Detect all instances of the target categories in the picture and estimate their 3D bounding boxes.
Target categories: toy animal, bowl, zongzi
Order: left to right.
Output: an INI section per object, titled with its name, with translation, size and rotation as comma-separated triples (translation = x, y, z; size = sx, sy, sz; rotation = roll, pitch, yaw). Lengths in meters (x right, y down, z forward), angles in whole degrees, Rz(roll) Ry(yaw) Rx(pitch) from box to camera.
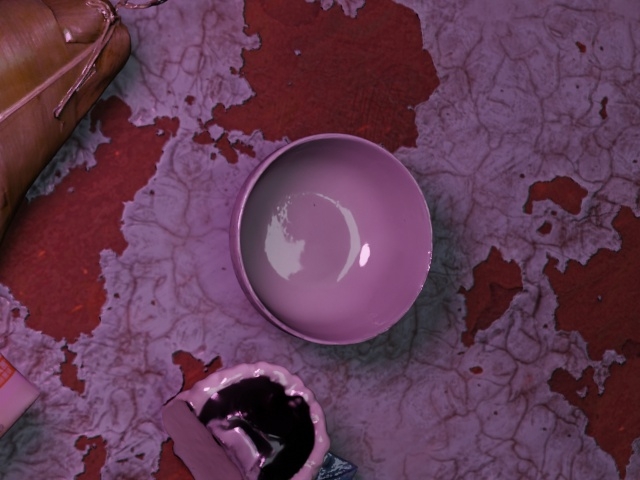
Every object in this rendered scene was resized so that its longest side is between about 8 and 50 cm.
[zongzi]
translation = -0.349, -0.147, 1.722
size = 0.447, 0.181, 0.418
rotation = -23, 112, -22
[toy animal]
translation = -0.093, 0.267, 1.782
size = 0.156, 0.204, 0.208
rotation = -31, 81, -33
[bowl]
translation = 0.000, 0.000, 1.843
size = 0.286, 0.144, 0.287
rotation = 1, 88, -20

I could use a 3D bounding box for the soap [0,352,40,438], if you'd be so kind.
[soap]
translation = -0.488, 0.202, 1.646
size = 0.182, 0.138, 0.199
rotation = 47, 60, -12

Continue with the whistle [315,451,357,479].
[whistle]
translation = -0.040, 0.441, 1.862
size = 0.062, 0.062, 0.304
rotation = 31, 78, -17
